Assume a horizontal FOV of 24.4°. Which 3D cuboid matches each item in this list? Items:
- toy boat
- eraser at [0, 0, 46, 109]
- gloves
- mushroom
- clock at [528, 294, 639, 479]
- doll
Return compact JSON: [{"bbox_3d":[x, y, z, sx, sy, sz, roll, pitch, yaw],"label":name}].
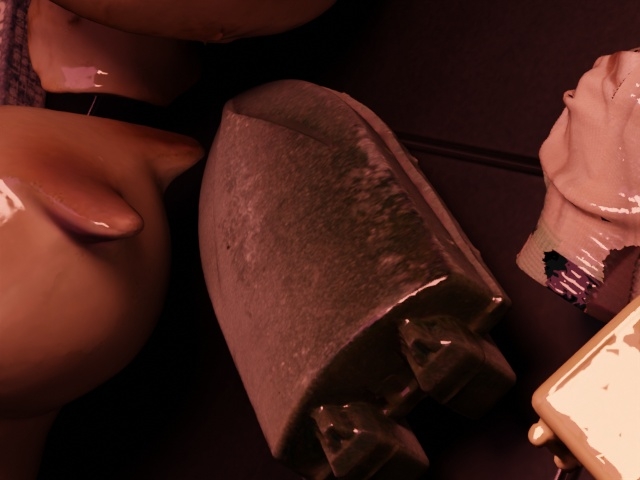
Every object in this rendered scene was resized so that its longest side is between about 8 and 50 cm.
[{"bbox_3d":[0.000,0.000,0.828,0.141,0.092,0.319,-46,37,15],"label":"toy boat"},{"bbox_3d":[-0.258,-0.137,1.161,0.092,0.046,0.212,-22,55,33],"label":"eraser"},{"bbox_3d":[0.185,-0.057,0.680,0.212,0.111,0.127,-60,38,9],"label":"gloves"},{"bbox_3d":[-0.119,-0.225,0.935,0.290,0.298,0.297,-54,38,40],"label":"mushroom"},{"bbox_3d":[0.073,0.223,0.599,0.379,0.120,0.276,-39,53,4],"label":"clock"},{"bbox_3d":[-0.241,0.073,0.897,0.226,0.215,0.370,32,107,3],"label":"doll"}]
